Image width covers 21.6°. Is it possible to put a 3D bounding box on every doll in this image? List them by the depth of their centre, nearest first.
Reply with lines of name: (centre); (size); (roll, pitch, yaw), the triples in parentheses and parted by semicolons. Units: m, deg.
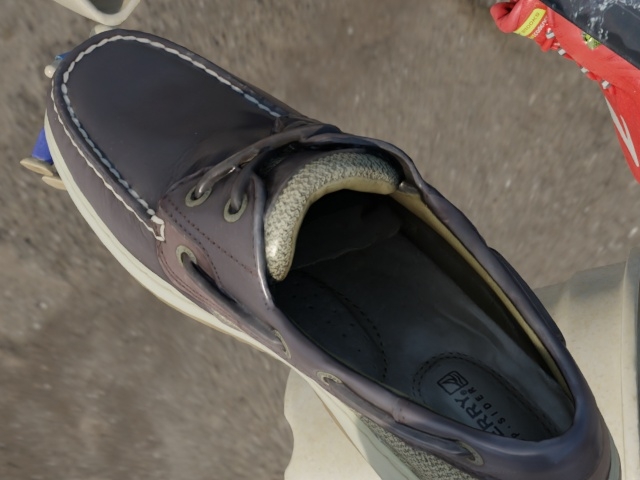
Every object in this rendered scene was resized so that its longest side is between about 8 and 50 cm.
doll: (-0.262, -0.155, 1.831); (0.046, 0.129, 0.189); (11, 71, 37)

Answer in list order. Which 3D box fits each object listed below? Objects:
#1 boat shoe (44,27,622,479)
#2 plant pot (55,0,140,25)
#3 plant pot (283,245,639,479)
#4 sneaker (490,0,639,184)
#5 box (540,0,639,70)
boat shoe: (0.000, 0.000, 0.625); (0.103, 0.092, 0.285); (-36, 64, -21)
plant pot: (-0.088, -0.140, 0.489); (0.109, 0.096, 0.109); (45, 72, -35)
plant pot: (0.140, 0.178, 1.465); (0.305, 0.334, 0.334); (-3, 81, 16)
sneaker: (0.177, -0.153, 1.146); (0.118, 0.107, 0.279); (-25, 99, -17)
box: (0.186, -0.141, 0.710); (0.156, 0.093, 0.158); (41, 116, 33)
